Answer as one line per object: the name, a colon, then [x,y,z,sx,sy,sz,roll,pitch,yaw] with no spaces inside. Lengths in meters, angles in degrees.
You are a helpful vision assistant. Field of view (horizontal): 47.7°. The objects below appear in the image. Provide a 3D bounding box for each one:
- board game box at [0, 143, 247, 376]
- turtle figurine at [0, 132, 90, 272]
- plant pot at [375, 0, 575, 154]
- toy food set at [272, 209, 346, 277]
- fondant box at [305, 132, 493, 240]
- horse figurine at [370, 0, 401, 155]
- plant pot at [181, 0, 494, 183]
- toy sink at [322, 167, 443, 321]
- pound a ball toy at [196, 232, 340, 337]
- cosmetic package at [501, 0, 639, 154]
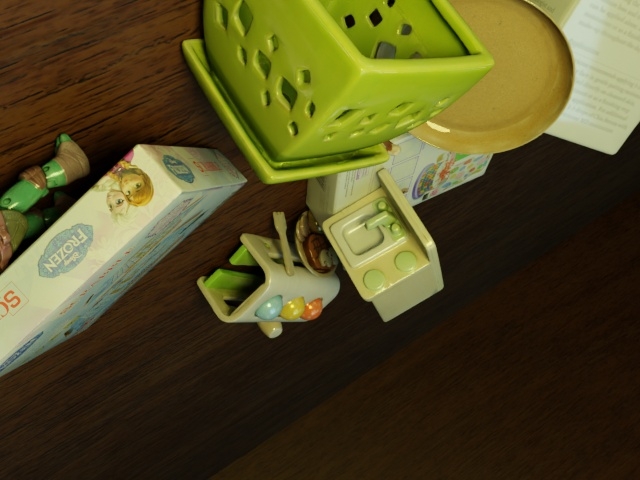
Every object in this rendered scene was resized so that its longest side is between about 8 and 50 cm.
board game box: [-0.249,0.018,0.841,0.319,0.066,0.318,-42,-179,8]
turtle figurine: [-0.342,-0.019,0.714,0.234,0.118,0.175,-29,166,-44]
plant pot: [0.185,-0.205,0.881,0.236,0.237,0.032,114,-4,-50]
toy food set: [0.000,0.000,1.281,0.039,0.132,0.192,-17,173,34]
fondant box: [0.144,-0.149,1.194,0.331,0.096,0.238,-23,155,-16]
horse figurine: [0.121,-0.235,0.956,0.066,0.175,0.263,-61,146,-51]
plant pot: [0.000,-0.192,0.763,0.227,0.228,0.207,-16,157,-44]
toy sink: [0.098,0.017,1.160,0.131,0.152,0.234,-31,158,0]
pound a ball toy: [-0.095,0.116,1.342,0.208,0.135,0.319,-44,157,15]
cosmetic package: [0.400,-0.359,0.943,0.230,0.161,0.453,11,123,-30]
